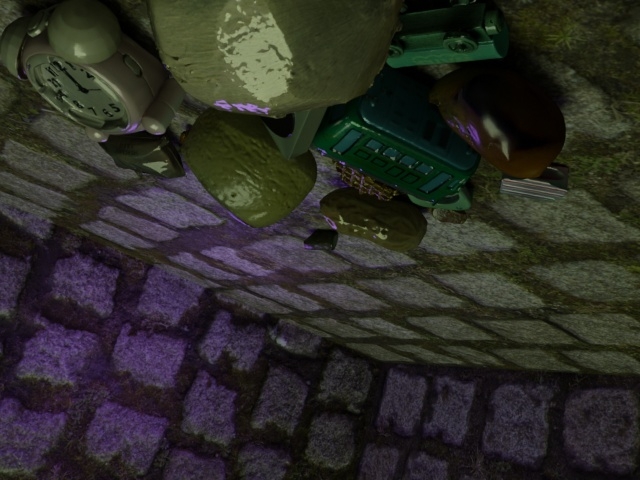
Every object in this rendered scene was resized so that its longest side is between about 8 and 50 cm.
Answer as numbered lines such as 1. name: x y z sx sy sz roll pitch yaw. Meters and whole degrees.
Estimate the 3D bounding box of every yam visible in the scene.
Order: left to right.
1. yam: 0.000 0.000 2.388 0.146 0.069 0.070 3 158 38

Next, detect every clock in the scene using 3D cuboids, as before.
1. clock: -0.509 -0.377 1.543 0.342 0.184 0.326 -5 149 37
2. clock: 0.287 -0.145 1.711 0.159 0.066 0.211 8 160 23

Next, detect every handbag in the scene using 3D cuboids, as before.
1. handbag: -0.514 -0.250 2.007 0.271 0.117 0.182 8 147 24

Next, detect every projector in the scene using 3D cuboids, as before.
1. projector: -0.080 -0.313 1.317 0.257 0.079 0.259 59 163 8

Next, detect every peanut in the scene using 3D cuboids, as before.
1. peanut: 0.148 -0.063 1.940 0.313 0.152 0.152 21 162 -7

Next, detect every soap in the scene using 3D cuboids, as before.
1. soap: 0.488 -0.136 1.580 0.149 0.056 0.100 12 163 15

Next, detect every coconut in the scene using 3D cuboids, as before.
1. coconut: -0.055 -0.343 0.986 0.360 0.346 0.346 14 163 34

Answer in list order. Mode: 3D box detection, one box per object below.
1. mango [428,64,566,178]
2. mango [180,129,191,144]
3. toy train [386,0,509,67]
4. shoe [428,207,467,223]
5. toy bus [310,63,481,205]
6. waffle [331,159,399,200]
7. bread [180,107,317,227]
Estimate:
1. mango: 0.337 -0.218 1.270 0.287 0.201 0.153 17 146 -40
2. mango: -0.333 -0.261 1.905 0.077 0.063 0.127 3 153 48
3. toy train: 0.200 -0.342 1.175 0.248 0.101 0.159 5 172 35
4. shoe: 0.336 -0.080 1.857 0.109 0.069 0.072 4 124 2
5. toy bus: 0.167 -0.221 1.407 0.344 0.183 0.199 22 160 -20
6. waffle: 0.115 -0.176 1.693 0.193 0.070 0.197 41 161 -16
7. bread: -0.161 -0.191 1.665 0.320 0.237 0.320 46 -173 -7
